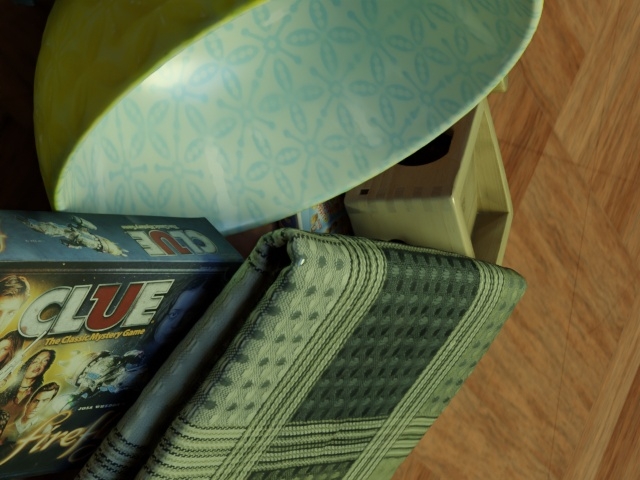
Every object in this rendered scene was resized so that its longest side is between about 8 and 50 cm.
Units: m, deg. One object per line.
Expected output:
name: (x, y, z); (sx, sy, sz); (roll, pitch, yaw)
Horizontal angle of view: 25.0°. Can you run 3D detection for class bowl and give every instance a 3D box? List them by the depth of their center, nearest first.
bowl: (-0.041, -0.131, 0.797); (0.289, 0.289, 0.156); (0, 59, -55)

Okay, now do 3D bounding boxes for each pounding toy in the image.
pounding toy: (0.083, -0.071, 1.091); (0.206, 0.094, 0.181); (-70, 150, -44)

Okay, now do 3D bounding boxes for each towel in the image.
towel: (-0.028, 0.129, 0.948); (0.324, 0.056, 0.312); (-55, 151, 16)

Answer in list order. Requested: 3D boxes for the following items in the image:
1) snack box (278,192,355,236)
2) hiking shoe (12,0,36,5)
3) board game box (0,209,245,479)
snack box: (0.000, 0.000, 1.052); (0.064, 0.022, 0.178); (-39, 132, -41)
hiking shoe: (-0.106, -0.274, 0.715); (0.132, 0.113, 0.304); (114, 0, -65)
board game box: (-0.165, 0.059, 0.758); (0.243, 0.042, 0.165); (1, 129, -55)
